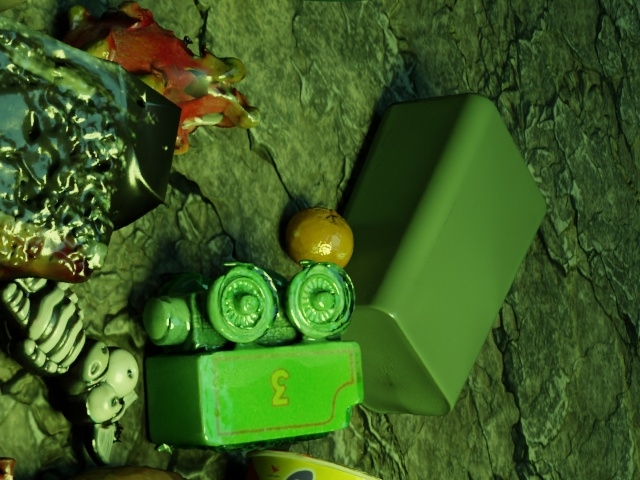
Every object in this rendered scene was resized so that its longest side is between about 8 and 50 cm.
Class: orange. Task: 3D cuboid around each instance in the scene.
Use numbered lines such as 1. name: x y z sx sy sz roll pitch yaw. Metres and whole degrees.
1. orange: 0.000 0.000 1.721 0.083 0.070 0.083 34 17 -12

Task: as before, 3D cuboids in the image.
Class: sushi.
1. sushi: -0.271 -0.055 1.169 0.227 0.215 0.212 33 59 -52

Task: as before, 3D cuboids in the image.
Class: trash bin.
1. trash bin: 0.124 0.020 1.852 0.223 0.158 0.343 56 47 -36

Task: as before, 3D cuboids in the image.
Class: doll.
1. doll: -0.223 0.106 1.362 0.219 0.067 0.091 61 35 -35

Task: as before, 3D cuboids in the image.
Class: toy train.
1. toy train: -0.066 0.116 1.526 0.243 0.132 0.188 -3 87 -40

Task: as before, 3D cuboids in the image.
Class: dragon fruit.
1. dragon fruit: -0.156 -0.148 1.447 0.150 0.207 0.133 147 -41 -78

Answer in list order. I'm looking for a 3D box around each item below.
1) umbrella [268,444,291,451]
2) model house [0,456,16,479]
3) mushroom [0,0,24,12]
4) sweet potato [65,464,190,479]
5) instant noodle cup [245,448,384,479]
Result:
1. umbrella: -0.072 0.190 1.625 0.133 0.031 0.036 52 32 -40
2. model house: -0.330 0.265 1.048 0.160 0.196 0.254 14 74 -58
3. mushroom: -0.295 -0.282 1.224 0.204 0.204 0.204 13 75 -57
4. sweet potato: -0.193 0.263 1.346 0.336 0.131 0.131 3 83 -74
5. instant noodle cup: -0.005 0.333 1.562 0.213 0.213 0.174 43 58 -47
